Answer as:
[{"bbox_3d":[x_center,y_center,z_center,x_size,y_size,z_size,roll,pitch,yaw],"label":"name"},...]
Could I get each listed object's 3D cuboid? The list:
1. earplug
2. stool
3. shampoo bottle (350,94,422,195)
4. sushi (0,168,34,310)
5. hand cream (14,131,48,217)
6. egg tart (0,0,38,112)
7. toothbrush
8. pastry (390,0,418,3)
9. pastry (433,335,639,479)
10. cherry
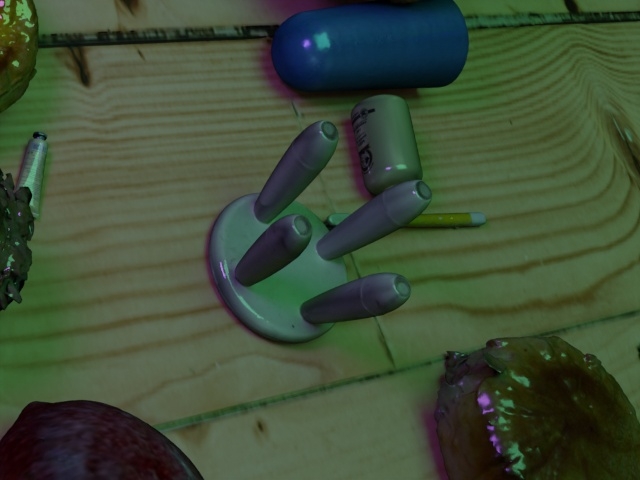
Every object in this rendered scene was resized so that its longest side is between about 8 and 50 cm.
[{"bbox_3d":[0.054,-0.257,2.021,0.273,0.132,0.132,-11,74,-38],"label":"earplug"},{"bbox_3d":[0.000,0.000,1.789,0.195,0.199,0.195,33,50,-23],"label":"stool"},{"bbox_3d":[0.090,-0.106,1.994,0.079,0.079,0.162,7,63,-36],"label":"shampoo bottle"},{"bbox_3d":[-0.376,-0.010,1.485,0.225,0.219,0.238,-36,90,-40],"label":"sushi"},{"bbox_3d":[-0.322,-0.074,1.698,0.035,0.022,0.102,21,61,-28],"label":"hand cream"},{"bbox_3d":[-0.443,-0.241,1.628,0.295,0.116,0.294,20,55,-31],"label":"egg tart"},{"bbox_3d":[0.114,-0.025,2.012,0.288,0.024,0.021,-2,71,-41],"label":"toothbrush"},{"bbox_3d":[0.068,-0.495,2.026,0.410,0.245,0.409,18,36,-13],"label":"pastry"},{"bbox_3d":[0.291,0.261,1.917,0.330,0.136,0.329,19,55,-29],"label":"pastry"},{"bbox_3d":[-0.214,0.276,1.474,0.230,0.203,0.300,-16,63,-40],"label":"cherry"}]
